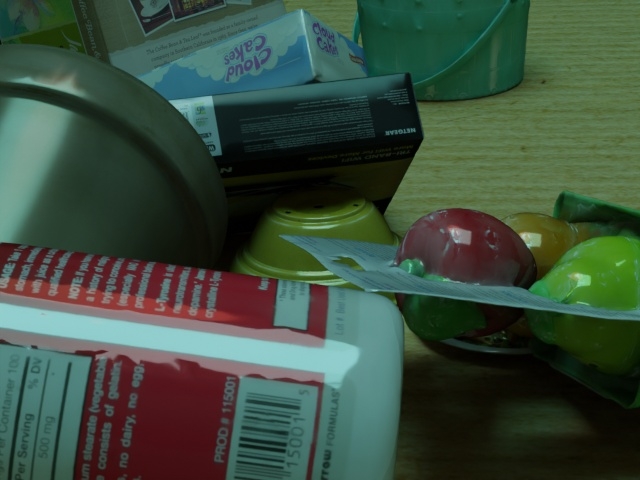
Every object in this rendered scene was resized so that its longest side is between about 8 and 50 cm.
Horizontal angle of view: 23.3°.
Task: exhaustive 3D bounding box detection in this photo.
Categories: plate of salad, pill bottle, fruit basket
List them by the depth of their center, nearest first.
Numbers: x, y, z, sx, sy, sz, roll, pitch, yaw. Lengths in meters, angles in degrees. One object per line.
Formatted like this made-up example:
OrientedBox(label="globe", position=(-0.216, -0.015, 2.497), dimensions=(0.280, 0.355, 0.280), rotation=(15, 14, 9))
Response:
OrientedBox(label="pill bottle", position=(-0.158, 0.123, 1.068), dimensions=(0.407, 0.229, 0.229), rotation=(8, 22, -2))
OrientedBox(label="fruit basket", position=(0.165, 0.047, 1.298), dimensions=(0.353, 0.165, 0.327), rotation=(1, 7, -14))
OrientedBox(label="plate of salad", position=(0.187, 0.058, 1.513), dimensions=(0.199, 0.048, 0.200), rotation=(-3, 21, 1))

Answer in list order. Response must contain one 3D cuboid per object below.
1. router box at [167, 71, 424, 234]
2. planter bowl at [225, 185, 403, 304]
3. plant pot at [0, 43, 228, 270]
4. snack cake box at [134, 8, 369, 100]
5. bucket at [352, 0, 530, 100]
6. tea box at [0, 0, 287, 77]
OrientedBox(label="router box", position=(-0.063, -0.083, 1.685), dimensions=(0.308, 0.081, 0.243), rotation=(-8, -17, -10))
OrientedBox(label="planter bowl", position=(0.000, 0.000, 1.629), dimensions=(0.217, 0.090, 0.217), rotation=(-3, 22, 1))
OrientedBox(label="plant pot", position=(-0.269, 0.035, 1.346), dimensions=(0.323, 0.323, 0.280), rotation=(2, 38, 13))
OrientedBox(label="snack cake box", position=(-0.091, -0.154, 1.735), dimensions=(0.264, 0.089, 0.152), rotation=(-19, -20, 23))
OrientedBox(label="bucket", position=(0.180, -0.326, 2.296), dimensions=(0.281, 0.183, 0.281), rotation=(-3, 21, 1))
OrientedBox(label="tea box", position=(-0.272, -0.293, 2.129), dimensions=(0.323, 0.220, 0.329), rotation=(-6, 14, 46))
